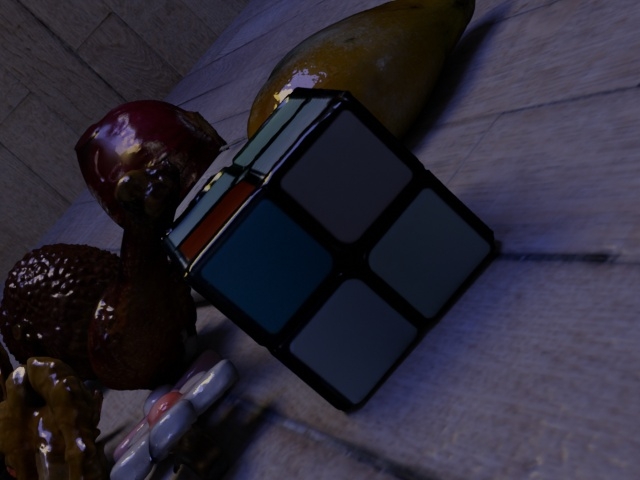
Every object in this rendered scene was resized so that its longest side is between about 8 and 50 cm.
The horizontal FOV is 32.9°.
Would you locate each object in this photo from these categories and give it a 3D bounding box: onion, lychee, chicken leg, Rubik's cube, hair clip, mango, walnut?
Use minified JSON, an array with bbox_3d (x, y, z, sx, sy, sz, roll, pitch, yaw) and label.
[{"bbox_3d":[-0.270,-0.118,1.700,0.216,0.206,0.207,-45,17,8],"label":"onion"},{"bbox_3d":[-0.321,0.089,1.401,0.194,0.194,0.194,-42,17,16],"label":"lychee"},{"bbox_3d":[-0.163,0.064,1.046,0.407,0.096,0.158,102,-177,-65],"label":"chicken leg"},{"bbox_3d":[-0.001,0.000,0.846,0.180,0.167,0.183,-48,15,-1],"label":"Rubik's cube"},{"bbox_3d":[-0.128,0.162,0.968,0.146,0.075,0.257,-54,13,-7],"label":"hair clip"},{"bbox_3d":[0.048,-0.181,1.182,0.316,0.146,0.193,-46,23,-21],"label":"mango"},{"bbox_3d":[-0.271,0.204,1.117,0.143,0.170,0.069,-31,-21,37],"label":"walnut"}]

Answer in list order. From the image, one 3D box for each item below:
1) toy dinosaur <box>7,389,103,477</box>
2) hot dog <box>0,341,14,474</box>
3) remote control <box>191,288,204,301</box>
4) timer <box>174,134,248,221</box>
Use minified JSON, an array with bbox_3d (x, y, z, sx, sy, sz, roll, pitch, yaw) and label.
[{"bbox_3d":[-0.317,0.257,1.234,0.279,0.055,0.101,-39,1,26],"label":"toy dinosaur"},{"bbox_3d":[-0.446,0.242,1.398,0.175,0.114,0.259,142,140,-71],"label":"hot dog"},{"bbox_3d":[-0.157,0.055,1.350,0.067,0.029,0.261,-55,16,-22],"label":"remote control"},{"bbox_3d":[-0.116,-0.056,1.409,0.178,0.078,0.253,-54,19,-21],"label":"timer"}]
